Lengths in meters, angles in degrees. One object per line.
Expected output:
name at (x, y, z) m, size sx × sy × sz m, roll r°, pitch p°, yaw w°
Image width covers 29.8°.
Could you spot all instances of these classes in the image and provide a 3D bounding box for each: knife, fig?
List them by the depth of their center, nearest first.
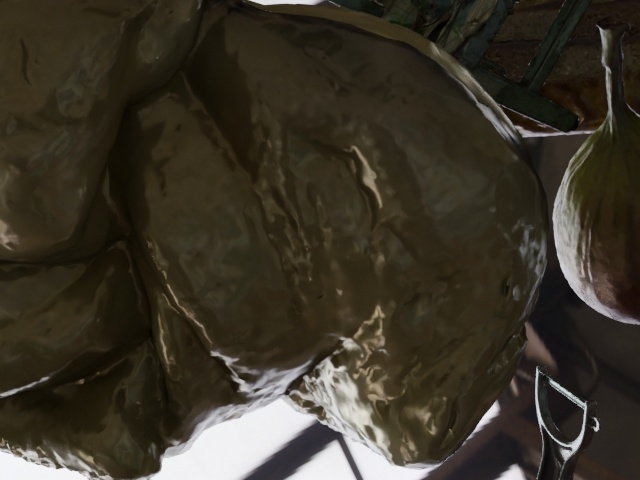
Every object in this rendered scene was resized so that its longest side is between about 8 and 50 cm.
fig at (0.245, -0.054, 0.903) m, size 0.160 × 0.231 × 0.143 m, roll -2°, pitch -170°, yaw 43°
knife at (0.245, 0.287, 1.304) m, size 0.053 × 0.278 × 0.123 m, roll 9°, pitch -168°, yaw -19°

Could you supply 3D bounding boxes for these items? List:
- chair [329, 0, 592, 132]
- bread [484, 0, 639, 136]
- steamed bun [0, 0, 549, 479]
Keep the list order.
chair at (0.095, -0.203, 0.899) m, size 0.136 × 0.270 × 0.147 m, roll -60°, pitch -149°, yaw 15°
bread at (0.273, -0.194, 1.334) m, size 0.222 × 0.096 × 0.181 m, roll -3°, pitch -135°, yaw 20°
steamed bun at (-0.097, -0.008, 0.568) m, size 0.231 × 0.372 × 0.325 m, roll -70°, pitch -168°, yaw -18°
